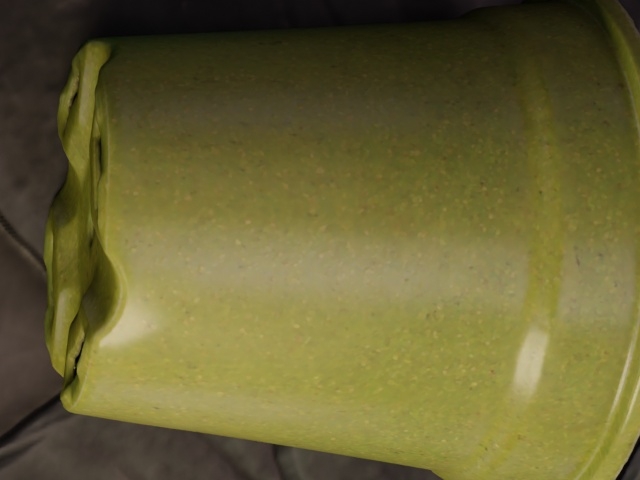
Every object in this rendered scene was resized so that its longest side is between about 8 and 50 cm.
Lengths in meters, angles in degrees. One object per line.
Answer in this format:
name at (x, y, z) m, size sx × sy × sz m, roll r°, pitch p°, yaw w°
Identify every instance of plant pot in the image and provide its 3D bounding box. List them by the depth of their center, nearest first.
plant pot at (0.000, 0.000, 0.910) m, size 0.253 × 0.276 × 0.276 m, roll 2°, pitch 104°, yaw -17°
